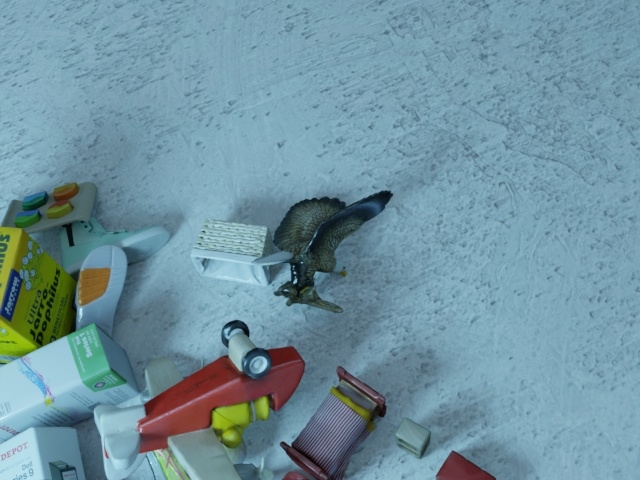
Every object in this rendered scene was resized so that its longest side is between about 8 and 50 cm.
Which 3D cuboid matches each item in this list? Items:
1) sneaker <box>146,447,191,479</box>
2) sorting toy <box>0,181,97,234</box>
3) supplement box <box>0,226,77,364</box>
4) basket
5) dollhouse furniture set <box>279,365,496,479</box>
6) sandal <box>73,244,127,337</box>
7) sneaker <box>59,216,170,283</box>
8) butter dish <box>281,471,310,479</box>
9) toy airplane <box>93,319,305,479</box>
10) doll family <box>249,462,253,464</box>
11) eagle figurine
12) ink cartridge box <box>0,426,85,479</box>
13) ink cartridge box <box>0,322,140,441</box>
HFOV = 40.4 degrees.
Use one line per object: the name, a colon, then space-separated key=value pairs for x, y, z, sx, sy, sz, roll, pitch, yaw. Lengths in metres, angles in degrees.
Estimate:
sneaker: x=-0.311 y=0.443 z=1.801 sx=0.094 sy=0.081 sz=0.209 roll=-23 pitch=71 yaw=-12
sorting toy: x=-0.636 y=-0.077 z=2.033 sx=0.208 sy=0.038 sz=0.193 roll=-12 pitch=29 yaw=-1
supplement box: x=-0.661 y=0.126 z=1.824 sx=0.195 sy=0.356 sz=0.194 roll=3 pitch=67 yaw=8
basket: x=-0.191 y=0.025 z=1.950 sx=0.167 sy=0.113 sz=0.103 roll=9 pitch=63 yaw=11
dollhouse furniture set: x=0.134 y=0.438 z=1.702 sx=0.374 sy=0.152 sz=0.201 roll=31 pitch=73 yaw=18
sandal: x=-0.505 y=0.136 z=1.937 sx=0.102 sy=0.076 sz=0.265 roll=11 pitch=92 yaw=-29
sneaker: x=-0.485 y=-0.016 z=2.012 sx=0.255 sy=0.094 sz=0.151 roll=-21 pitch=63 yaw=-4
butter dish: x=-0.044 y=0.545 z=1.695 sx=0.159 sy=0.118 sz=0.160 roll=27 pitch=72 yaw=18
toy airplane: x=-0.240 y=0.364 z=1.691 sx=0.384 sy=0.272 sz=0.386 roll=-5 pitch=35 yaw=25
doll family: x=-0.165 y=0.541 z=1.728 sx=0.076 sy=0.111 sz=0.193 roll=37 pitch=69 yaw=-12
eagle figurine: x=0.004 y=0.004 z=1.888 sx=0.226 sy=0.225 sz=0.298 roll=18 pitch=76 yaw=12
ink cartridge box: x=-0.570 y=0.538 z=1.717 sx=0.211 sy=0.121 sz=0.289 roll=-29 pitch=65 yaw=22
ink cartridge box: x=-0.547 y=0.307 z=1.814 sx=0.278 sy=0.201 sz=0.117 roll=-25 pitch=65 yaw=-4
